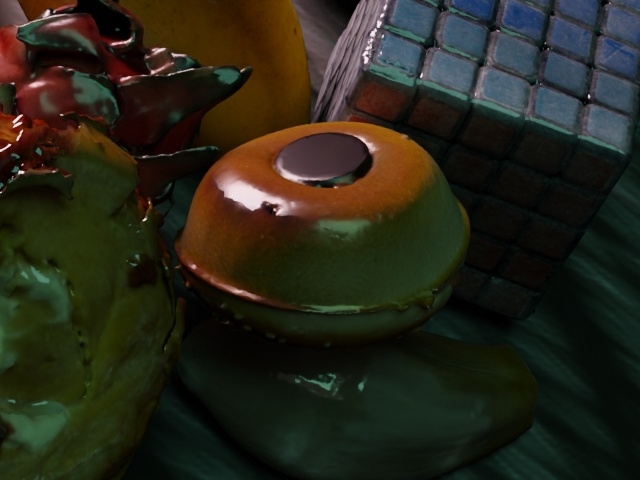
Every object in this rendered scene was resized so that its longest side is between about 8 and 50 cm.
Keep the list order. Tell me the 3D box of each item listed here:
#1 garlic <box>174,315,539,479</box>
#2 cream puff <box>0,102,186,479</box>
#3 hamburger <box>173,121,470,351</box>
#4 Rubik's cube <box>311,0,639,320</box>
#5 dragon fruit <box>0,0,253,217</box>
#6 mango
[{"bbox_3d":[0.042,0.122,1.416,0.318,0.112,0.143,10,52,-29],"label":"garlic"},{"bbox_3d":[-0.265,0.065,1.212,0.229,0.350,0.350,17,39,42],"label":"cream puff"},{"bbox_3d":[0.002,0.002,1.324,0.237,0.147,0.237,-3,28,1],"label":"hamburger"},{"bbox_3d":[0.126,-0.114,1.505,0.237,0.238,0.237,20,48,-7],"label":"Rubik's cube"},{"bbox_3d":[-0.186,-0.091,1.383,0.274,0.193,0.192,-19,68,-9],"label":"dragon fruit"},{"bbox_3d":[-0.135,-0.199,1.506,0.201,0.199,0.350,-40,92,-9],"label":"mango"}]
